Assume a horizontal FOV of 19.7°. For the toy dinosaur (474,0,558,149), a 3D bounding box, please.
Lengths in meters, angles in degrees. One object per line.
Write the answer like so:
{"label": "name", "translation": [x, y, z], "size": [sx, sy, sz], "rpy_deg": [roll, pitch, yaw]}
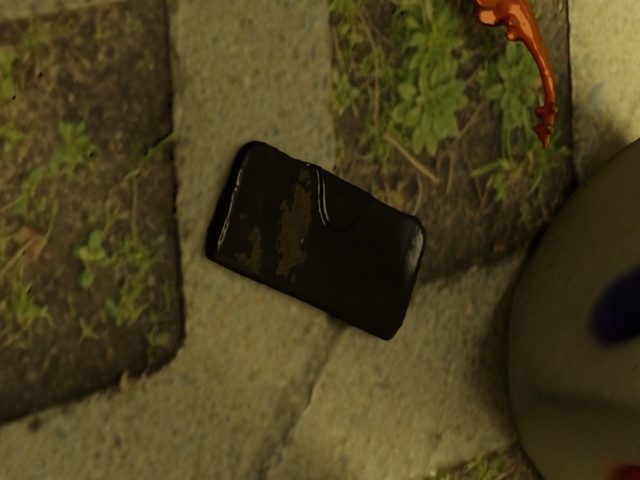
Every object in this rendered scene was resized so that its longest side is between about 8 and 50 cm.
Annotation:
{"label": "toy dinosaur", "translation": [0.117, -0.206, 1.157], "size": [0.117, 0.070, 0.288], "rpy_deg": [8, 87, -35]}

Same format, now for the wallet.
{"label": "wallet", "translation": [0.000, 0.000, 1.103], "size": [0.156, 0.018, 0.082], "rpy_deg": [28, 75, -38]}

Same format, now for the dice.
{"label": "dice", "translation": [0.287, 0.077, 1.212], "size": [0.259, 0.243, 0.251], "rpy_deg": [47, 64, -30]}
